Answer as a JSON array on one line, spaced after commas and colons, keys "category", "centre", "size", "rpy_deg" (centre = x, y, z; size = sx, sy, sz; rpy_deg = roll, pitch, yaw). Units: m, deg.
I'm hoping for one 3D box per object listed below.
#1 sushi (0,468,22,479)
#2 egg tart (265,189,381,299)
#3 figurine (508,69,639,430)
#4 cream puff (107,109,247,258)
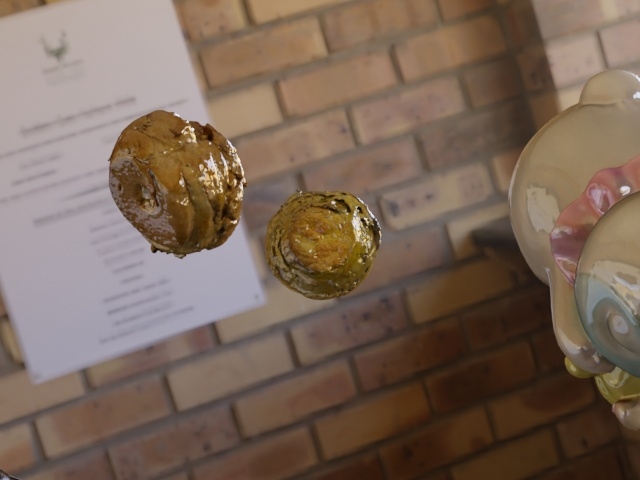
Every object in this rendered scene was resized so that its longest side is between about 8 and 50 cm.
[{"category": "sushi", "centre": [-0.111, 0.208, 0.483], "size": [0.211, 0.350, 0.171], "rpy_deg": [-54, 32, 19]}, {"category": "egg tart", "centre": [0.000, 0.000, 1.472], "size": [0.130, 0.130, 0.052], "rpy_deg": [-17, -8, 3]}, {"category": "figurine", "centre": [0.173, 0.026, 0.683], "size": [0.127, 0.155, 0.235], "rpy_deg": [6, 28, -9]}, {"category": "cream puff", "centre": [-0.115, -0.048, 1.131], "size": [0.119, 0.133, 0.104], "rpy_deg": [8, 45, 46]}]
